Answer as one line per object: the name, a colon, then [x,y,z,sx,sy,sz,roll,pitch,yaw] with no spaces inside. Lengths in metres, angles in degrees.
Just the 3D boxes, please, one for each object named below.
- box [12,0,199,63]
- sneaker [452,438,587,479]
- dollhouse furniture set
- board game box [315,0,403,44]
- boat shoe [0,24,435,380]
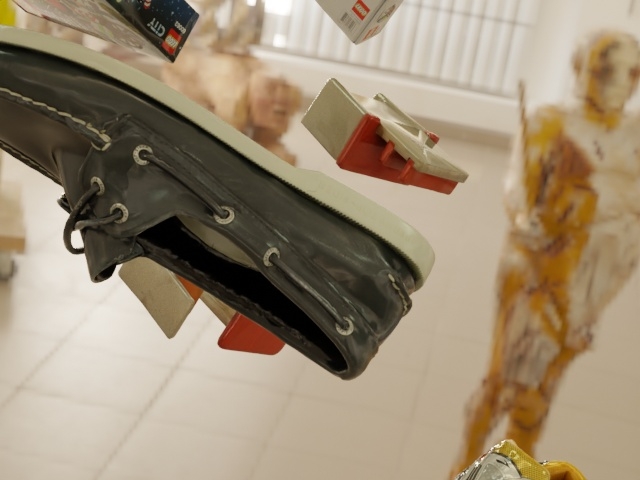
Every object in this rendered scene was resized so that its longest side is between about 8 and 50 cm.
box: [-0.206,-0.212,1.012,0.159,0.044,0.233,22,-11,32]
sneaker: [0.141,0.186,0.870,0.088,0.092,0.225,40,0,38]
dollhouse furniture set: [0.000,0.000,1.303,0.262,0.259,0.135,11,30,-48]
board game box: [-0.005,-0.372,1.476,0.305,0.193,0.053,50,45,10]
boat shoe: [-0.100,-0.016,0.908,0.340,0.113,0.127,28,-22,-12]
